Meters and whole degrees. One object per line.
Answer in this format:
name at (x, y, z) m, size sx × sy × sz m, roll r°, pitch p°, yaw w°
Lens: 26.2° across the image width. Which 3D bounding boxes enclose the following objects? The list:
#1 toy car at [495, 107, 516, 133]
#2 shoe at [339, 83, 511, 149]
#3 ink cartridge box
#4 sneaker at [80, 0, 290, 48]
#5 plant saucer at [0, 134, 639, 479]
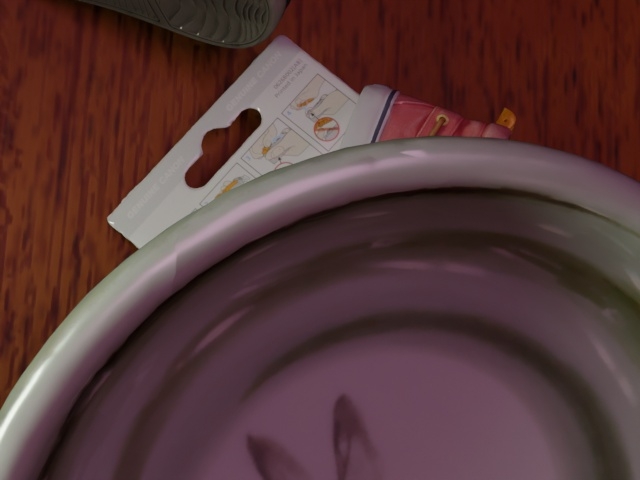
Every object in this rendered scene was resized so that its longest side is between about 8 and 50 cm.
toy car at (0.111, -0.008, 0.780) m, size 0.060 × 0.040 × 0.122 m, roll 15°, pitch 75°, yaw 5°
shoe at (0.036, 0.011, 0.676) m, size 0.081 × 0.063 × 0.178 m, roll 16°, pitch 72°, yaw 10°
ink cartridge box at (0.000, 0.000, 0.735) m, size 0.179 × 0.045 × 0.145 m, roll 39°, pitch 79°, yaw 11°
sneaker at (-0.109, -0.190, 0.731) m, size 0.222 × 0.083 × 0.118 m, roll 25°, pitch 50°, yaw -5°
plant saucer at (0.031, 0.145, 0.619) m, size 0.401 × 0.100 × 0.400 m, roll -5°, pitch 104°, yaw -18°
